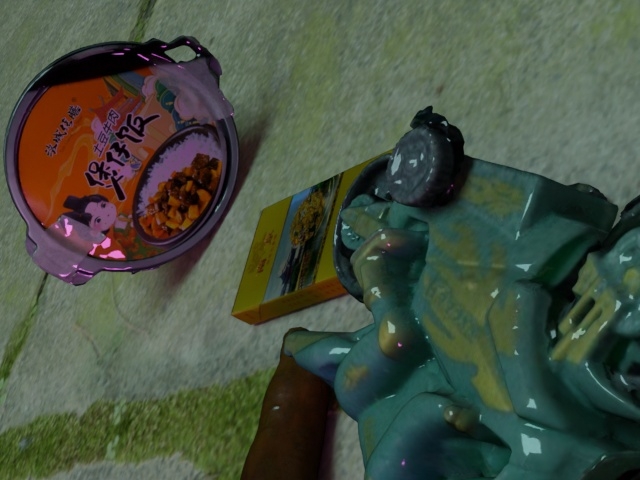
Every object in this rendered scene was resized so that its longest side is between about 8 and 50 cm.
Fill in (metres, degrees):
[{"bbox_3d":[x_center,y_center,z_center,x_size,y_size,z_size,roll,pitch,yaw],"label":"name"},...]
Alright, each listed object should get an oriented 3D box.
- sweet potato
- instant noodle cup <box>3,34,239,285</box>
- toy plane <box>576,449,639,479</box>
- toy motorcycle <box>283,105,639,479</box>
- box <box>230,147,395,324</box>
[{"bbox_3d":[-0.022,0.152,0.708,0.057,0.057,0.264,-43,30,31],"label":"sweet potato"},{"bbox_3d":[-0.162,-0.071,1.056,0.208,0.177,0.125,-42,13,-4],"label":"instant noodle cup"},{"bbox_3d":[0.218,-0.034,0.378,0.106,0.155,0.381,-103,33,-52],"label":"toy plane"},{"bbox_3d":[0.075,0.051,0.603,0.296,0.109,0.198,26,97,61],"label":"toy motorcycle"},{"bbox_3d":[0.000,0.000,0.851,0.155,0.023,0.086,-23,48,51],"label":"box"}]
